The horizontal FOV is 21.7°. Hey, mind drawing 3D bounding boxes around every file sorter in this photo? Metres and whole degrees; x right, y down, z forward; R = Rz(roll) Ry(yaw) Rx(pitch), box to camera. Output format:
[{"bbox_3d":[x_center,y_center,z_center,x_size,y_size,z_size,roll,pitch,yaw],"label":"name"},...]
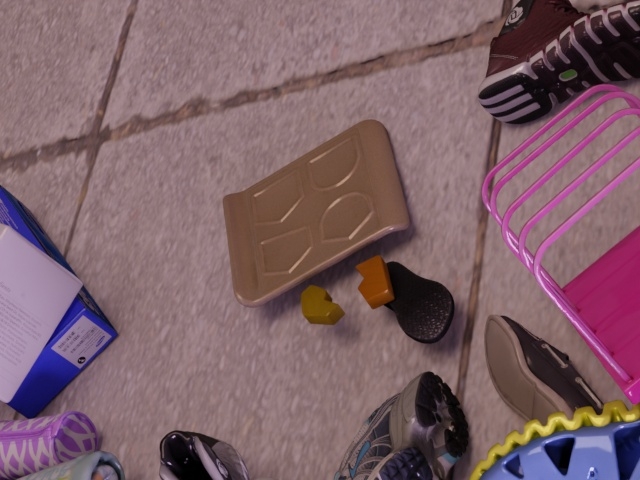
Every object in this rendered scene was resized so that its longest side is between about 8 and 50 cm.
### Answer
[{"bbox_3d":[0.290,-0.017,1.609,0.202,0.182,0.290,-40,15,6],"label":"file sorter"}]

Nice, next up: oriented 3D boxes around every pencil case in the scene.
[{"bbox_3d":[-0.373,0.254,2.072,0.206,0.088,0.086,-9,45,32],"label":"pencil case"}]

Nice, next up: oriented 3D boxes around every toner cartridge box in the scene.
[{"bbox_3d":[-0.413,0.076,2.255,0.165,0.075,0.348,-43,42,0],"label":"toner cartridge box"}]

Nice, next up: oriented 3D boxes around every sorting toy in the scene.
[{"bbox_3d":[0.000,0.000,2.004,0.229,0.041,0.307,-26,40,13],"label":"sorting toy"}]

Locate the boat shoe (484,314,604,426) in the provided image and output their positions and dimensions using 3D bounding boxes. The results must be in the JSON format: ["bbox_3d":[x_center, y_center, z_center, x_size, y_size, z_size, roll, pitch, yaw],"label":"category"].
[{"bbox_3d":[0.230,0.144,1.718,0.065,0.075,0.206,-5,32,-20],"label":"boat shoe"}]

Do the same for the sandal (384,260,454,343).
[{"bbox_3d":[0.109,0.072,1.878,0.067,0.040,0.179,-41,27,-3],"label":"sandal"}]

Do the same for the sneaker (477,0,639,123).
[{"bbox_3d":[0.305,-0.255,1.929,0.281,0.106,0.162,-20,44,26],"label":"sneaker"}]

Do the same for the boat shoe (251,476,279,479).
[{"bbox_3d":[-0.130,0.383,1.761,0.305,0.109,0.091,-45,37,-5],"label":"boat shoe"}]

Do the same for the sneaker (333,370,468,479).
[{"bbox_3d":[0.067,0.255,1.683,0.122,0.110,0.283,-33,14,30],"label":"sneaker"}]

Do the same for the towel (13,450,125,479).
[{"bbox_3d":[-0.376,0.443,1.916,0.320,0.090,0.374,-20,47,28],"label":"towel"}]

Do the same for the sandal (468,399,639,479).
[{"bbox_3d":[0.279,0.224,1.557,0.317,0.126,0.138,-26,49,22],"label":"sandal"}]

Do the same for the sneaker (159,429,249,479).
[{"bbox_3d":[-0.131,0.230,1.740,0.086,0.132,0.229,-38,33,-8],"label":"sneaker"}]

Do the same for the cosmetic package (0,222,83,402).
[{"bbox_3d":[-0.431,0.076,2.099,0.151,0.151,0.183,19,72,44],"label":"cosmetic package"}]
